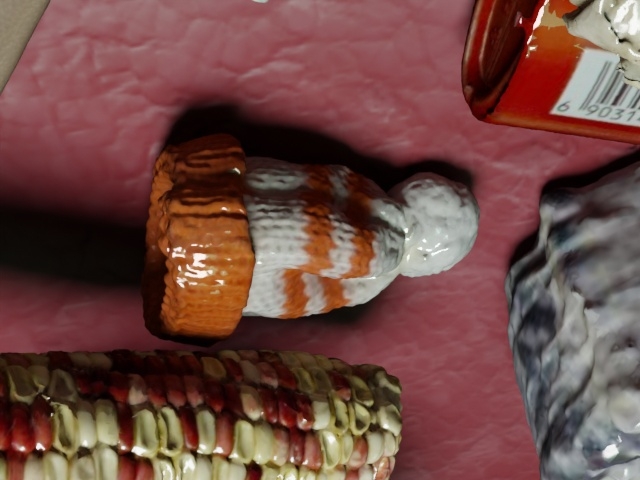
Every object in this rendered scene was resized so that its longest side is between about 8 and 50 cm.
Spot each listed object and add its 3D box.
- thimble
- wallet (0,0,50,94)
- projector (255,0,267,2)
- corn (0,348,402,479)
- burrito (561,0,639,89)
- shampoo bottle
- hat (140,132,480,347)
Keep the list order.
[{"bbox_3d":[0.219,0.066,0.574,0.245,0.157,0.217,12,131,-17],"label":"thimble"},{"bbox_3d":[-0.153,-0.120,0.433,0.118,0.039,0.153,23,125,-28],"label":"wallet"},{"bbox_3d":[-0.061,-0.157,0.368,0.147,0.061,0.115,19,110,-24],"label":"projector"},{"bbox_3d":[-0.087,0.093,0.494,0.290,0.098,0.098,2,137,-30],"label":"corn"},{"bbox_3d":[0.140,-0.142,0.385,0.058,0.045,0.188,28,95,0],"label":"burrito"},{"bbox_3d":[0.220,-0.084,0.481,0.314,0.076,0.118,6,120,-13],"label":"shampoo bottle"},{"bbox_3d":[0.000,0.000,0.535,0.162,0.093,0.112,3,161,-17],"label":"hat"}]
